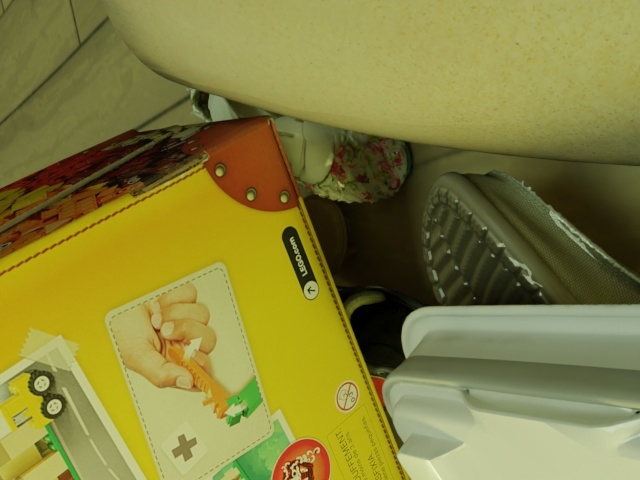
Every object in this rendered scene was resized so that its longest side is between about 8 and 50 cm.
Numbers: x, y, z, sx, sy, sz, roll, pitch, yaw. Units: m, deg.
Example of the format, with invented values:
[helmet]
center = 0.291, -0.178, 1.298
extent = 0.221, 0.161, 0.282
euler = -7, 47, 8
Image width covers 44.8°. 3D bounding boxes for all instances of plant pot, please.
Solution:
[plant pot]
center = 0.070, -0.153, 0.404
extent = 0.274, 0.256, 0.256
euler = 29, 123, 24

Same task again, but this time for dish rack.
[dish rack]
center = 0.173, 0.180, 0.364
extent = 0.285, 0.072, 0.333
euler = -7, 118, 58

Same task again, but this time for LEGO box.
[LEGO box]
center = -0.133, 0.217, 0.528
extent = 0.193, 0.372, 0.500
euler = 4, 120, 51

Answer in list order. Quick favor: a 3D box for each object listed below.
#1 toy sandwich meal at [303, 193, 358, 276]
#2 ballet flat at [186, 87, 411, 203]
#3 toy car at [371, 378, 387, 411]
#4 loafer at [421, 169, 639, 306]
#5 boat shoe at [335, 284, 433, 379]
[toy sandwich meal]
center = 0.000, 0.000, 0.681
extent = 0.085, 0.029, 0.085
euler = 0, 90, 47
[ballet flat]
center = -0.032, -0.089, 0.654
extent = 0.241, 0.077, 0.091
euler = 30, 121, 43
[toy car]
center = -0.029, 0.146, 0.737
extent = 0.239, 0.053, 0.225
euler = 36, 127, 40
[loafer]
center = 0.162, 0.058, 0.433
extent = 0.268, 0.092, 0.102
euler = 50, 151, 20
[boat shoe]
center = 0.039, 0.066, 0.592
extent = 0.223, 0.080, 0.073
euler = 17, 154, 43
